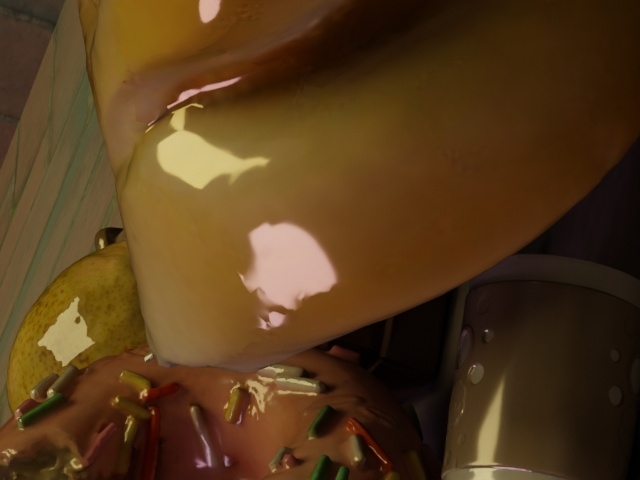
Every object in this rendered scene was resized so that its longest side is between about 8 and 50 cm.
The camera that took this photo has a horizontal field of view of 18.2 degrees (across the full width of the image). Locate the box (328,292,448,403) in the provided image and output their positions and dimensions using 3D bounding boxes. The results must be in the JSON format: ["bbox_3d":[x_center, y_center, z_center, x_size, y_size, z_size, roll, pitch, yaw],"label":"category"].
[{"bbox_3d":[0.000,0.000,1.127,0.215,0.086,0.215,138,147,-60],"label":"box"}]

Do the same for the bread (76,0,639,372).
[{"bbox_3d":[-0.016,-0.125,0.889,0.329,0.245,0.424,-46,23,17],"label":"bread"}]

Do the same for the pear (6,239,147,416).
[{"bbox_3d":[-0.115,0.089,1.260,0.178,0.178,0.178,-162,90,-74],"label":"pear"}]

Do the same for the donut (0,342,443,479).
[{"bbox_3d":[-0.045,0.111,0.937,0.199,0.233,0.085,-37,-52,-43],"label":"donut"}]

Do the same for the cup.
[{"bbox_3d":[0.082,0.067,0.792,0.102,0.074,0.099,143,142,-64],"label":"cup"}]

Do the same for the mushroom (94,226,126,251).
[{"bbox_3d":[-0.104,-0.040,1.508,0.088,0.097,0.212,-104,33,-43],"label":"mushroom"}]
